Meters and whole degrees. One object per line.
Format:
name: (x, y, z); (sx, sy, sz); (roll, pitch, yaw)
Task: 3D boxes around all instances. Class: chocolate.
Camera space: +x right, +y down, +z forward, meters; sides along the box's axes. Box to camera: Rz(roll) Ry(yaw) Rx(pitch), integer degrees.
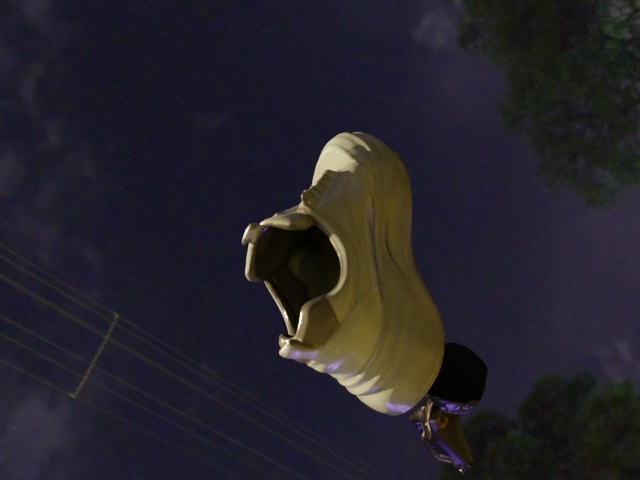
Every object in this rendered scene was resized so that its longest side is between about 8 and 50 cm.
chocolate: (0.113, 0.161, 0.632); (0.070, 0.072, 0.147); (-21, -44, -25)

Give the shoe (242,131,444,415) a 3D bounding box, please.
shoe: (0.000, 0.000, 0.614); (0.159, 0.316, 0.124); (17, -52, -28)
